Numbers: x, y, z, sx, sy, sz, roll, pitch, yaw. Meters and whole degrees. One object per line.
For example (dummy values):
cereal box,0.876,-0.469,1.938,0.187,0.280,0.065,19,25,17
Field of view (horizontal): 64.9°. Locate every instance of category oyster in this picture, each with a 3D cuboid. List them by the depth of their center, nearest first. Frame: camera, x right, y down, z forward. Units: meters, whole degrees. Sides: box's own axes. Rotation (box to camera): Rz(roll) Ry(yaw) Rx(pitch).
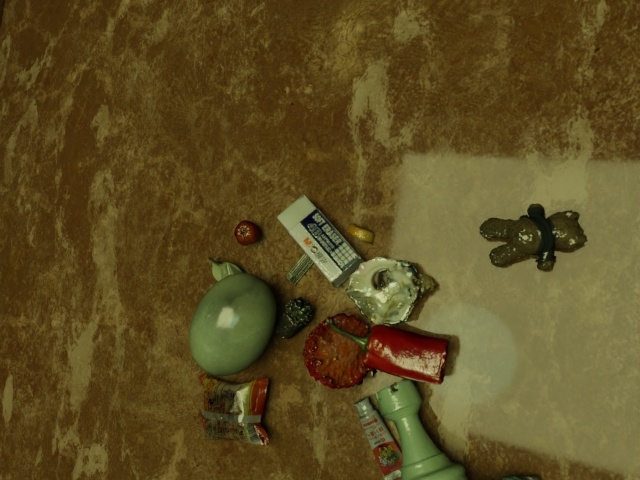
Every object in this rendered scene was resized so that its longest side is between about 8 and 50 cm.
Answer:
oyster,0.194,0.140,1.475,0.223,0.083,0.214,42,101,23

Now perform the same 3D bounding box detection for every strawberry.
strawberry,0.037,0.327,1.502,0.178,0.234,0.233,-12,77,56

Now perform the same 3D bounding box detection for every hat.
hat,-0.323,0.120,1.735,0.166,0.081,0.122,32,143,33

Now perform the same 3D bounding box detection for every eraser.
eraser,0.000,0.000,1.574,0.130,0.086,0.287,-40,69,2

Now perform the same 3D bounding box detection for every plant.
plant,-0.079,0.244,1.589,0.094,0.092,0.143,46,112,29

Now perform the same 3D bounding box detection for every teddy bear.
teddy bear,0.543,-0.007,1.301,0.252,0.129,0.181,-14,81,24

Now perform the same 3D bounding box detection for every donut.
donut,0.123,-0.024,1.557,0.083,0.067,0.037,38,110,56

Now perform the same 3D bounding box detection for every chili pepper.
chili pepper,0.184,0.305,1.417,0.339,0.131,0.134,10,93,15

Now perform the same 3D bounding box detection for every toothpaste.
toothpaste,0.172,0.571,1.459,0.089,0.057,0.234,-31,80,18

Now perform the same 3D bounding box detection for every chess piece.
chess piece,0.253,0.538,1.358,0.195,0.195,0.299,-29,64,20

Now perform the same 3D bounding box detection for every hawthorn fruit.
hawthorn fruit,-0.245,-0.024,1.699,0.093,0.093,0.093,-3,83,25

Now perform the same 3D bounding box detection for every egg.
egg,-0.275,0.266,1.584,0.259,0.258,0.352,33,102,25

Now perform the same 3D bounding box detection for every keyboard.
keyboard,-0.061,0.084,1.638,0.049,0.015,0.129,45,103,22

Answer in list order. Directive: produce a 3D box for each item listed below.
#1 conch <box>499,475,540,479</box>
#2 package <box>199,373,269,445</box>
conch,0.449,0.689,1.252,0.277,0.220,0.195,-45,23,-10
package,-0.293,0.550,1.647,0.288,0.108,0.223,-8,79,27
